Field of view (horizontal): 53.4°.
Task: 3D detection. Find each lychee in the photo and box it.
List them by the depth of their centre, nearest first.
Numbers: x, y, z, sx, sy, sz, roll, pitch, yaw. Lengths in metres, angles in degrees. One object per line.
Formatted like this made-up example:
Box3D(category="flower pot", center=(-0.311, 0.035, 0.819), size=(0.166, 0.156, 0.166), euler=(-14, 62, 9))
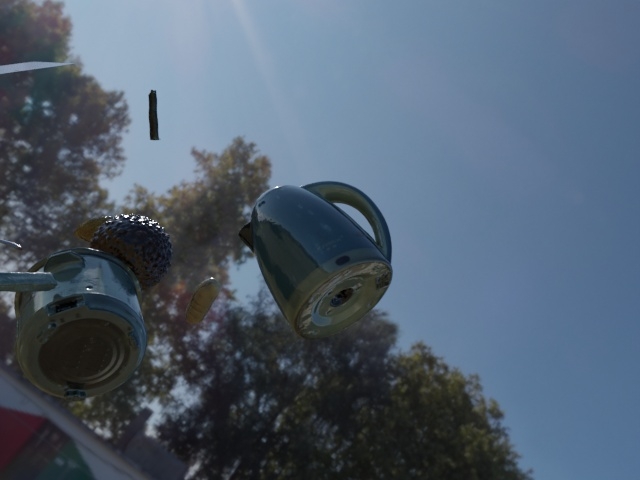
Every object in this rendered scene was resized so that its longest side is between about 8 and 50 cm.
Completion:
Box3D(category="lychee", center=(-0.463, 0.033, 1.537), size=(0.200, 0.238, 0.200), euler=(15, -62, 30))

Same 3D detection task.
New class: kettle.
Box3D(category="kettle", center=(0.000, 0.000, 1.435), size=(0.342, 0.319, 0.247), euler=(55, -22, 33))

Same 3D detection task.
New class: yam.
Box3D(category="yam", center=(-0.437, -0.328, 1.671), size=(0.027, 0.033, 0.130), euler=(4, -83, 30))

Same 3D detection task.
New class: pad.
Box3D(category="pad", center=(-0.653, -0.370, 1.370), size=(0.265, 0.159, 0.009), euler=(18, -60, 46))

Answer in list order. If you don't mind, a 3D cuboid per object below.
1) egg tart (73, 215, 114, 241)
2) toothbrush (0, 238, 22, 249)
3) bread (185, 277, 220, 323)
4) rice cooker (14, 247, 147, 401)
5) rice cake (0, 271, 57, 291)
Box3D(category="egg tart", center=(-0.621, -0.023, 1.772), size=(0.049, 0.128, 0.129), euler=(66, -25, 11))
Box3D(category="toothbrush", center=(-0.782, -0.009, 1.515), size=(0.193, 0.013, 0.019), euler=(19, -63, 19))
Box3D(category="bread", center=(-0.378, 0.193, 1.997), size=(0.073, 0.053, 0.214), euler=(44, -51, 11))
Box3D(category="rice cooker", center=(-0.505, 0.167, 1.345), size=(0.316, 0.264, 0.317), euler=(159, -90, -77))
Box3D(category="rice cake", center=(-0.548, 0.075, 1.150), size=(0.033, 0.029, 0.170), euler=(52, 15, 18))
